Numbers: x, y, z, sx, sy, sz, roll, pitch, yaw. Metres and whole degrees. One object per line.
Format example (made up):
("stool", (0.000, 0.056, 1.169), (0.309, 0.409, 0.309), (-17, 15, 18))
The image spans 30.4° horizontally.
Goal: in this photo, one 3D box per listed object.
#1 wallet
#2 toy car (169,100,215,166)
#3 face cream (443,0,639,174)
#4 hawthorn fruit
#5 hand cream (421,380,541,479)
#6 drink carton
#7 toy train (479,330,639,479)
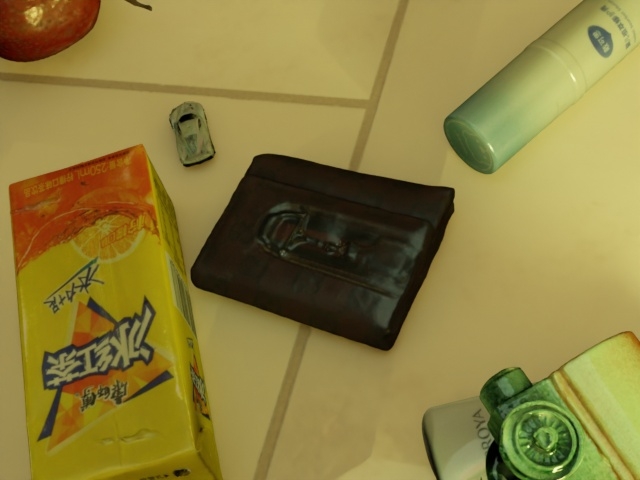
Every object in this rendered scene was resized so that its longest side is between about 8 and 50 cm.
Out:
("wallet", (0.000, 0.000, 1.168), (0.229, 0.049, 0.182), (15, 63, 24))
("toy car", (-0.143, -0.120, 1.297), (0.041, 0.025, 0.093), (-18, 54, -1))
("face cream", (0.239, -0.172, 1.211), (0.250, 0.077, 0.077), (-41, 57, -15))
("hawthorn fruit", (-0.312, -0.297, 1.392), (0.203, 0.162, 0.162), (-12, 53, -13))
("hand cream", (0.214, 0.148, 1.013), (0.255, 0.048, 0.079), (-17, 57, 2))
("drink carton", (-0.200, 0.088, 1.116), (0.155, 0.111, 0.351), (-17, 55, 2))
("toy train", (0.249, 0.202, 0.910), (0.177, 0.116, 0.285), (-28, 67, -13))
